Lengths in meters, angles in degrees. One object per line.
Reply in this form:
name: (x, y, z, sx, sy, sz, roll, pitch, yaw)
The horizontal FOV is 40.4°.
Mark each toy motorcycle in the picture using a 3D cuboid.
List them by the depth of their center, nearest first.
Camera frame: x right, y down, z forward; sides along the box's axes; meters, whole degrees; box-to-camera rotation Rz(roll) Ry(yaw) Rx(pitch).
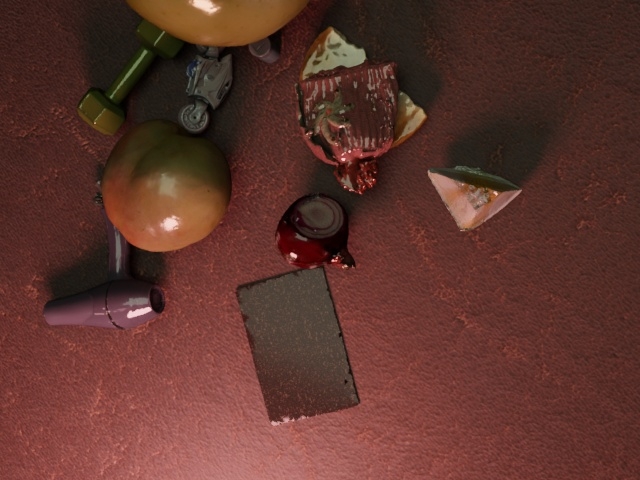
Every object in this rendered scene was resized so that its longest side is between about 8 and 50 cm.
toy motorcycle: (-0.256, -0.365, 1.984, 0.112, 0.112, 0.254, 12, 92, 12)

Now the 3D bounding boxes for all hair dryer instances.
hair dryer: (-0.517, 0.035, 2.054, 0.301, 0.121, 0.361, -7, 80, 21)

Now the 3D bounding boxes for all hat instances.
hat: (0.062, -0.241, 1.857, 0.236, 0.107, 0.287, -9, 84, 23)

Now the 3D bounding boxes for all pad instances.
pad: (-0.056, 0.242, 1.984, 0.220, 0.004, 0.330, -15, 87, 12)

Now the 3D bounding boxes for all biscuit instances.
biscuit: (0.070, -0.310, 1.930, 0.309, 0.040, 0.204, 44, 99, 9)

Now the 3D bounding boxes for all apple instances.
apple: (-0.220, -0.614, 1.773, 0.473, 0.473, 0.474, 0, 91, 13)

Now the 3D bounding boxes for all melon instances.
melon: (0.317, -0.086, 1.855, 0.202, 0.093, 0.140, 16, 102, 17)

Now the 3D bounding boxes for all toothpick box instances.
toothpick box: (-0.125, -0.430, 1.951, 0.052, 0.083, 0.052, 0, 90, 13)

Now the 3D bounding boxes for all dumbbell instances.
dumbbell: (-0.437, -0.386, 2.010, 0.108, 0.121, 0.302, 37, 99, -20)

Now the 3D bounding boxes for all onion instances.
onion: (-0.003, 0.007, 1.899, 0.173, 0.135, 0.198, -33, 76, -24)

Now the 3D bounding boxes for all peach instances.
peach: (-0.345, -0.116, 1.920, 0.292, 0.247, 0.292, 0, 84, 4)
